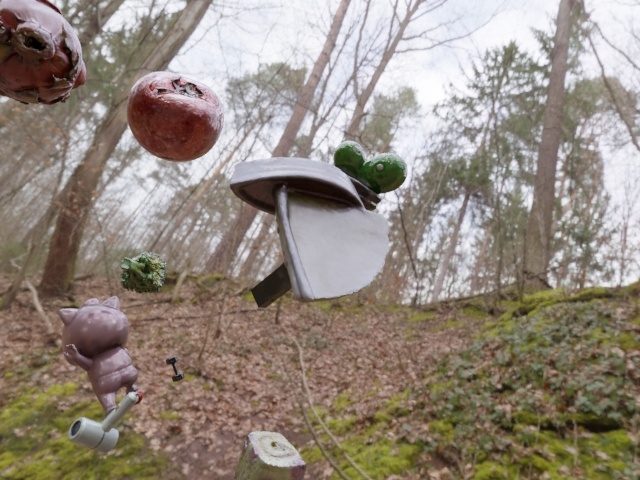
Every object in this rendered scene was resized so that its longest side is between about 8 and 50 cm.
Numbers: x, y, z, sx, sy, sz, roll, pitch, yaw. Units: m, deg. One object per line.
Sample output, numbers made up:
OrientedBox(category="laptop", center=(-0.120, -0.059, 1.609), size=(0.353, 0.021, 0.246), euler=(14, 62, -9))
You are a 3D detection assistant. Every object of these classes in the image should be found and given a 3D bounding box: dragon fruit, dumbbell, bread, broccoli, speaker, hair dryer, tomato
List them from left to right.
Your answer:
OrientedBox(category="dragon fruit", center=(-0.661, -0.426, 1.077), size=(0.250, 0.250, 0.315), euler=(29, -9, -13))
OrientedBox(category="hair dryer", center=(-0.407, 0.343, 0.928), size=(0.082, 0.137, 0.047), euler=(46, -5, -38))
OrientedBox(category="broccoli", center=(-0.712, 0.121, 1.880), size=(0.220, 0.194, 0.194), euler=(34, -21, 20))
OrientedBox(category="tomato", center=(-0.415, -0.345, 1.367), size=(0.270, 0.270, 0.227), euler=(27, -53, -8))
OrientedBox(category="dumbbell", center=(-0.477, 0.422, 1.575), size=(0.040, 0.083, 0.036), euler=(-25, -6, 33))
OrientedBox(category="bread", center=(-0.155, 0.680, 1.201), size=(0.155, 0.338, 0.187), euler=(14, -3, -30))
OrientedBox(category="speaker", center=(-0.146, 0.146, 1.686), size=(0.218, 0.082, 0.044), euler=(-38, -27, 20))

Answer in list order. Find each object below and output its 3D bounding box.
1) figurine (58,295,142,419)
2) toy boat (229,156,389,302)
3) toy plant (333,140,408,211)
OrientedBox(category="figurine", center=(-0.536, 0.288, 1.168), size=(0.186, 0.176, 0.287), euler=(-29, -94, 42))
OrientedBox(category="toy boat", center=(0.004, -0.022, 0.809), size=(0.276, 0.293, 0.111), euler=(-6, -35, -41))
OrientedBox(category="toy plant", center=(0.111, -0.167, 1.356), size=(0.218, 0.235, 0.175), euler=(31, 4, 8))
